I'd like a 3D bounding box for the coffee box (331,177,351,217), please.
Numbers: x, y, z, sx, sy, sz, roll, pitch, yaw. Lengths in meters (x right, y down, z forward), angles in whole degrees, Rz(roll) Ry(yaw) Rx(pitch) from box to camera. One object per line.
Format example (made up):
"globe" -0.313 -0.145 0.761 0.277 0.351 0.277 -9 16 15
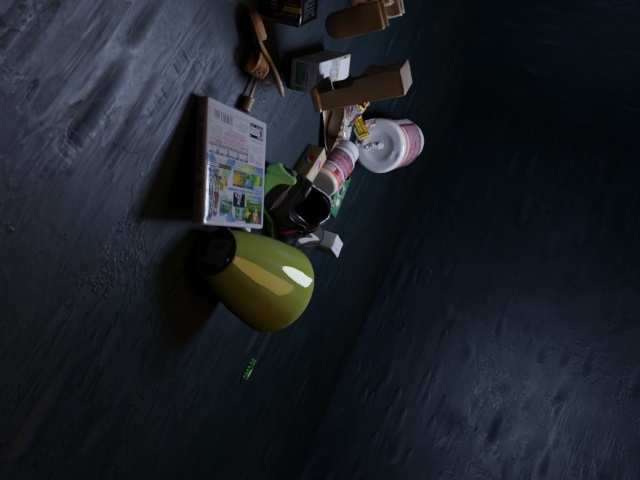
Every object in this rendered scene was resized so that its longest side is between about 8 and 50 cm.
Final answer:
"coffee box" 0.065 -0.193 2.485 0.184 0.040 0.113 -68 161 -9

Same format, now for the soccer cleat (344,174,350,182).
"soccer cleat" 0.055 -0.240 2.355 0.179 0.072 0.060 -28 134 -58

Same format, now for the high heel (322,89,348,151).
"high heel" 0.039 -0.410 2.117 0.261 0.093 0.186 12 91 -79

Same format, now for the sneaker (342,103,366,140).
"sneaker" 0.114 -0.473 2.273 0.088 0.092 0.225 -37 143 -58

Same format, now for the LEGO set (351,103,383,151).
"LEGO set" 0.175 -0.483 2.424 0.107 0.132 0.287 98 -9 -79

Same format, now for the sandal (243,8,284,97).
"sandal" -0.165 -0.463 1.573 0.079 0.088 0.240 -24 132 -7

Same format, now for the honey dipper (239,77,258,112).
"honey dipper" -0.173 -0.416 1.634 0.030 0.030 0.161 43 66 -69

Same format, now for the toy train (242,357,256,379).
"toy train" -0.259 0.470 2.251 0.083 0.023 0.017 -64 160 -20

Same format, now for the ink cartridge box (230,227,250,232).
"ink cartridge box" -0.231 -0.157 1.720 0.189 0.066 0.232 52 40 -67

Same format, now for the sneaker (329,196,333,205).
"sneaker" 0.028 -0.152 2.395 0.052 0.058 0.135 -3 110 -70

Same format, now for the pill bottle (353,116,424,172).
"pill bottle" 0.309 -0.419 2.663 0.392 0.224 0.224 -25 132 -64

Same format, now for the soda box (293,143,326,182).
"soda box" -0.046 -0.241 2.106 0.181 0.058 0.061 -61 159 -28

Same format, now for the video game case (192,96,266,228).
"video game case" -0.226 -0.184 1.583 0.329 0.036 0.300 3 89 -71

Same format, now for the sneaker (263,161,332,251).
"sneaker" -0.061 -0.072 2.004 0.185 0.202 0.483 -65 160 -14

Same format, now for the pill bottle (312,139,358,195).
"pill bottle" 0.050 -0.269 2.248 0.221 0.121 0.121 -54 155 -40

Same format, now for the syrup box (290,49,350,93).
"syrup box" 0.001 -0.524 1.906 0.237 0.096 0.093 -39 140 -54

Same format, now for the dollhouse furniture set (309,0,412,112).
"dollhouse furniture set" 0.078 -0.580 1.668 0.362 0.256 0.394 -60 139 -60

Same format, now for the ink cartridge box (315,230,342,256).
"ink cartridge box" 0.000 0.000 2.320 0.063 0.150 0.109 -66 161 -12

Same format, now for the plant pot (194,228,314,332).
"plant pot" -0.208 0.085 1.726 0.293 0.274 0.275 39 70 -52

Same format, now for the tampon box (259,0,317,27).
"tampon box" -0.078 -0.636 1.543 0.101 0.120 0.161 -50 152 -49
